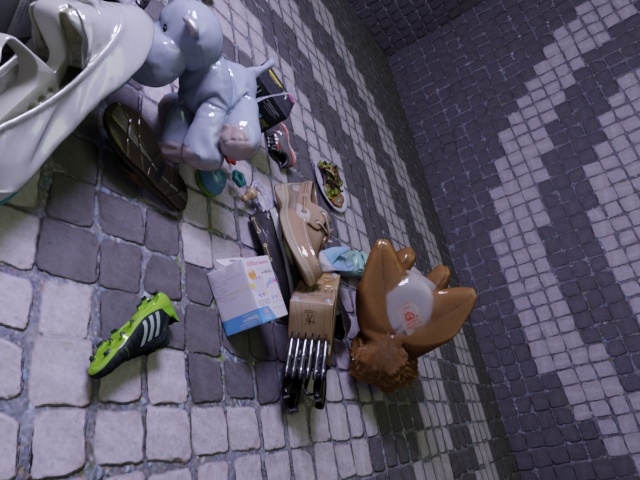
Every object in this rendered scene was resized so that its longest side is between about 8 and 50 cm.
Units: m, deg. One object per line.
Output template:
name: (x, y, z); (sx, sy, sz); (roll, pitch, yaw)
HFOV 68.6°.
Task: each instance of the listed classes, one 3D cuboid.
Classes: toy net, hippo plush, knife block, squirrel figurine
toy net: (-0.186, -0.130, 1.062); (0.232, 0.045, 0.122); (30, 41, -54)
hippo plush: (-0.204, -0.281, 0.821); (0.234, 0.294, 0.236); (60, -3, 33)
knife block: (-0.017, 0.216, 0.994); (0.275, 0.088, 0.242); (-67, 162, -74)
squirrel figurine: (0.197, 0.213, 1.295); (0.370, 0.281, 0.397); (94, 18, -89)

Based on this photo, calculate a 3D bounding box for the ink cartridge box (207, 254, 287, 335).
ink cartridge box: (-0.142, 0.095, 0.898); (0.092, 0.090, 0.143); (-6, 75, -64)

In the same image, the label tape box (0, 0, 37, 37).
label tape box: (-0.441, -0.397, 0.629); (0.240, 0.106, 0.333); (42, 30, -7)

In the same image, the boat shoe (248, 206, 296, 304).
boat shoe: (-0.105, 0.041, 1.049); (0.081, 0.069, 0.228); (94, -18, -75)

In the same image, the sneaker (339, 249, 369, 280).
sneaker: (0.150, 0.058, 1.433); (0.256, 0.151, 0.094); (22, 52, -55)

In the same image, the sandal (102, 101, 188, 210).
sandal: (-0.307, -0.133, 0.814); (0.219, 0.060, 0.090); (61, 28, -47)

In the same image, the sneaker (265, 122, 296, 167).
sneaker: (-0.120, -0.271, 1.292); (0.158, 0.061, 0.065); (62, 32, -9)

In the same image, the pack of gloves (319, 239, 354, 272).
pack of gloves: (0.000, 0.000, 1.225); (0.195, 0.046, 0.232); (49, 19, 22)

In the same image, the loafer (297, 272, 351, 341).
loafer: (0.018, 0.159, 1.151); (0.220, 0.080, 0.078); (56, 10, -22)

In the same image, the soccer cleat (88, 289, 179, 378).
soccer cleat: (-0.257, 0.141, 0.671); (0.072, 0.060, 0.179); (60, 23, -17)

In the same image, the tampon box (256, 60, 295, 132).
tampon box: (-0.165, -0.324, 1.123); (0.120, 0.161, 0.101); (53, 28, -28)

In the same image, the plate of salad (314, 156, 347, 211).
plate of salad: (0.045, -0.189, 1.557); (0.200, 0.048, 0.200); (43, 34, -39)

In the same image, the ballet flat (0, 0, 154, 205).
ballet flat: (-0.340, -0.219, 0.590); (0.139, 0.139, 0.400); (48, 51, -35)

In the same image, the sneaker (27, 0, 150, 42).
sneaker: (-0.384, -0.374, 0.813); (0.107, 0.124, 0.283); (43, 58, -22)

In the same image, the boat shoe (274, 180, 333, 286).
boat shoe: (-0.030, -0.039, 1.057); (0.341, 0.110, 0.121); (-107, -179, -49)
